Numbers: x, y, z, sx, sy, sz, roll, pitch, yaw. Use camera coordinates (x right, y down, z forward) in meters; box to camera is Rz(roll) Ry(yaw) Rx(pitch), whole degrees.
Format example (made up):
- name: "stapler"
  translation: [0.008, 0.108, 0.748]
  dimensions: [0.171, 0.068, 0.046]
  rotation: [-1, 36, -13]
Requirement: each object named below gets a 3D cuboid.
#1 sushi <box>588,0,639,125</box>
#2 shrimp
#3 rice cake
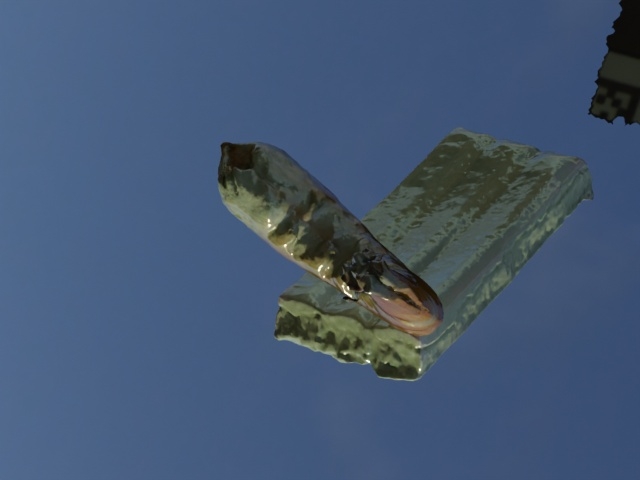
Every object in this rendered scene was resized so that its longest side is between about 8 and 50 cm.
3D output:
- name: "sushi"
  translation: [0.421, -0.175, 1.201]
  dimensions: [0.373, 0.100, 0.296]
  rotation: [15, -92, 17]
- name: "shrimp"
  translation: [0.000, 0.000, 0.885]
  dimensions: [0.049, 0.161, 0.166]
  rotation: [-50, 180, 3]
- name: "rice cake"
  translation: [0.076, 0.003, 1.057]
  dimensions: [0.127, 0.237, 0.043]
  rotation: [16, -49, 35]
